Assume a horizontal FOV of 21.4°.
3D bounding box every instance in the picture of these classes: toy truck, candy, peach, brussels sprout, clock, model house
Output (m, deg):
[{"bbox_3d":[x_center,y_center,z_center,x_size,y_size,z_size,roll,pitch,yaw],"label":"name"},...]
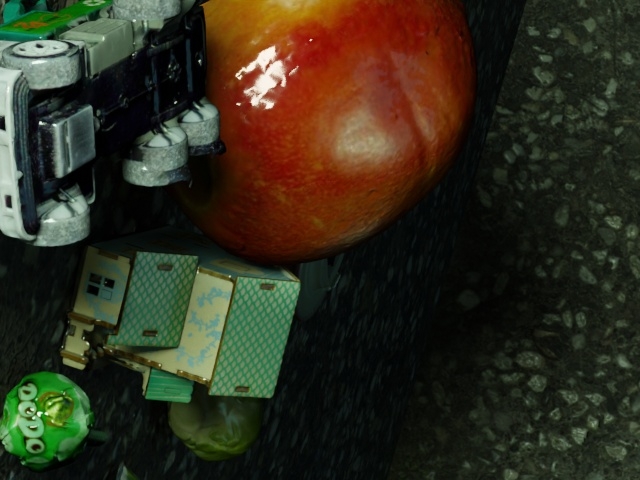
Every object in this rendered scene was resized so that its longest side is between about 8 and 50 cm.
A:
[{"bbox_3d":[-0.202,-0.121,1.381,0.363,0.178,0.176,-47,139,-60],"label":"toy truck"},{"bbox_3d":[-0.257,0.192,1.737,0.323,0.097,0.097,72,35,-79],"label":"candy"},{"bbox_3d":[-0.006,-0.145,1.760,0.372,0.290,0.373,-7,102,-37],"label":"peach"},{"bbox_3d":[-0.131,0.203,2.092,0.155,0.117,0.155,2,88,-59],"label":"brussels sprout"},{"bbox_3d":[0.001,0.001,2.489,0.244,0.056,0.244,15,90,-75],"label":"clock"},{"bbox_3d":[-0.130,0.086,1.800,0.271,0.206,0.178,-10,114,-74],"label":"model house"}]

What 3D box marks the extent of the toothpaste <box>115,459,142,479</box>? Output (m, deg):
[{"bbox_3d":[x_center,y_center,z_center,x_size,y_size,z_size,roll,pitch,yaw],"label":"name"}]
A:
[{"bbox_3d":[-0.214,0.332,2.055,0.248,0.047,0.078,63,37,-66],"label":"toothpaste"}]
